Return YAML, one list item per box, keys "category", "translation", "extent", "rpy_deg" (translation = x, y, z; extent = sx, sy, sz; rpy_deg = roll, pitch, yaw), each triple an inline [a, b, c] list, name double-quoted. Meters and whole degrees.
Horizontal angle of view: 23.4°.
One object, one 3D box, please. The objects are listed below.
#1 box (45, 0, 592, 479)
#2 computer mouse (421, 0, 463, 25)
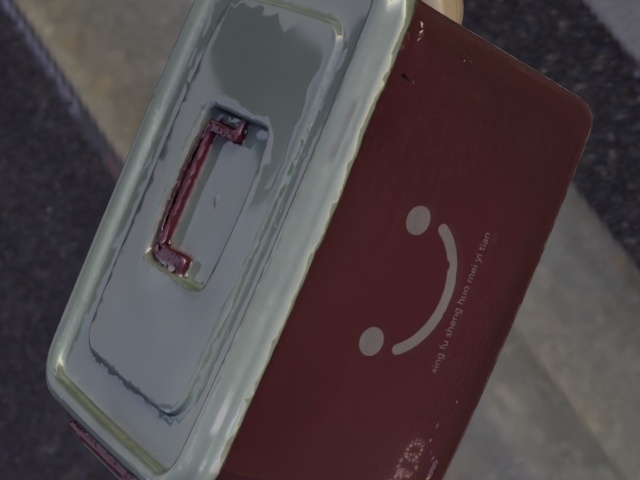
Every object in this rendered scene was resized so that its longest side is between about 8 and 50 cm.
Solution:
- category: "box"
  translation: [0.000, 0.000, 0.814]
  extent: [0.193, 0.167, 0.294]
  rpy_deg: [28, 95, 54]
- category: "computer mouse"
  translation: [0.010, -0.189, 1.296]
  extent: [0.236, 0.082, 0.145]
  rpy_deg: [-13, 99, 38]
